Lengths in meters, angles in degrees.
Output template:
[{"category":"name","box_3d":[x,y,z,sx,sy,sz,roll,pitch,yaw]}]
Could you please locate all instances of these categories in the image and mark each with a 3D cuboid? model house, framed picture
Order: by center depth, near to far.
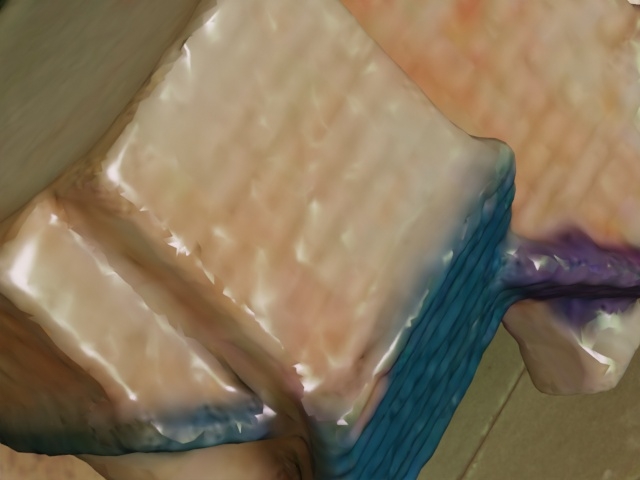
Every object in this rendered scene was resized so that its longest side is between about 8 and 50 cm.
[{"category":"model house","box_3d":[0.000,0.000,0.744,0.280,0.245,0.312,46,57,-24]},{"category":"framed picture","box_3d":[0.080,0.065,0.935,0.289,0.020,0.211,-20,98,-30]}]
